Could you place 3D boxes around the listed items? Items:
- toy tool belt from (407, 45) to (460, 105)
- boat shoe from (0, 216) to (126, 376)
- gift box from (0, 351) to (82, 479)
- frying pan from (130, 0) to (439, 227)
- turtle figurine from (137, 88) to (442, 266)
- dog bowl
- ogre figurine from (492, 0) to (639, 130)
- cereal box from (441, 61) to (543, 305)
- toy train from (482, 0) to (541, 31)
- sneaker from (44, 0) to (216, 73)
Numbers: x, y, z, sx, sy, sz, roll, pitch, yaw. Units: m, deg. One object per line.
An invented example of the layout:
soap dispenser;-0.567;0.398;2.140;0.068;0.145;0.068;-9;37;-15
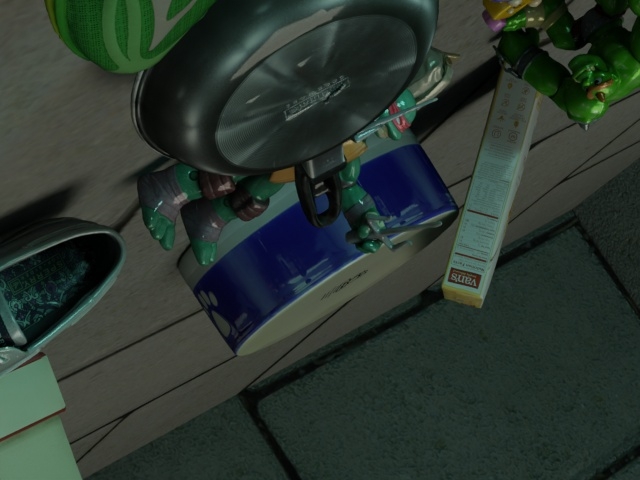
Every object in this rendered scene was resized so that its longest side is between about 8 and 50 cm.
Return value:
toy tool belt;0.071;-0.126;1.349;0.083;0.052;0.051;-37;163;29
boat shoe;-0.221;0.050;1.098;0.227;0.079;0.081;-38;-162;-33
gift box;-0.332;0.223;1.202;0.276;0.258;0.255;-14;-174;35
frying pan;-0.027;-0.064;1.001;0.197;0.053;0.326;-18;151;-27
turtle figurine;-0.007;-0.055;1.221;0.234;0.118;0.175;-21;144;17
dog bowl;0.000;0.000;1.632;0.265;0.104;0.265;-32;172;-5
ogre figurine;0.239;-0.177;1.445;0.197;0.118;0.097;-38;170;29
cereal box;0.172;-0.055;1.665;0.173;0.047;0.240;41;64;-83
toy train;0.169;-0.212;1.242;0.125;0.046;0.166;-34;175;-1
sneaker;-0.004;-0.148;0.670;0.295;0.123;0.109;-37;171;33
